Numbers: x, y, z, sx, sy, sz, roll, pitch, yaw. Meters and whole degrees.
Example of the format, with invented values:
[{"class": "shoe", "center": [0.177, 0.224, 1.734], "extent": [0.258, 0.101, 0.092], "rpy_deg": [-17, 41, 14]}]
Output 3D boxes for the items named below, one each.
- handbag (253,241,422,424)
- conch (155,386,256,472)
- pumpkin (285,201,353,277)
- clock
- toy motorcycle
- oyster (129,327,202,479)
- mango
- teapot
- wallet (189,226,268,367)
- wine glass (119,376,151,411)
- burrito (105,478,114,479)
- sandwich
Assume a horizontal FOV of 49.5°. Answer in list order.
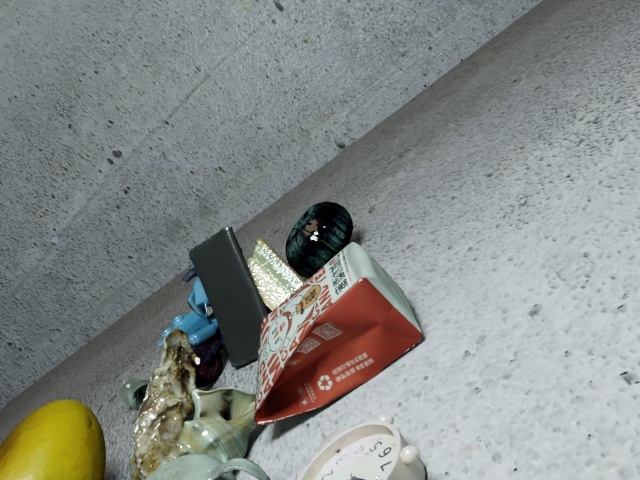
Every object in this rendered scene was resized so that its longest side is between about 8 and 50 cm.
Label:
[{"class": "handbag", "center": [-0.002, 0.162, 1.110], "extent": [0.298, 0.151, 0.171], "rpy_deg": [-40, 18, 10]}, {"class": "conch", "center": [-0.174, 0.313, 1.138], "extent": [0.234, 0.137, 0.114], "rpy_deg": [-43, -16, -56]}, {"class": "pumpkin", "center": [0.000, 0.000, 1.671], "extent": [0.202, 0.140, 0.202], "rpy_deg": [-52, 12, 16]}, {"class": "clock", "center": [0.045, 0.279, 0.783], "extent": [0.155, 0.063, 0.229], "rpy_deg": [-38, 15, -6]}, {"class": "toy motorcycle", "center": [-0.263, 0.155, 1.656], "extent": [0.172, 0.232, 0.416], "rpy_deg": [-25, 19, 31]}, {"class": "oyster", "center": [-0.301, 0.359, 1.330], "extent": [0.396, 0.110, 0.204], "rpy_deg": [-90, 19, -54]}, {"class": "mango", "center": [-0.513, 0.463, 1.282], "extent": [0.445, 0.220, 0.302], "rpy_deg": [-102, 34, -75]}, {"class": "teapot", "center": [-0.186, 0.383, 0.924], "extent": [0.294, 0.130, 0.193], "rpy_deg": [-34, 14, 14]}, {"class": "wallet", "center": [-0.189, 0.125, 1.500], "extent": [0.146, 0.286, 0.030], "rpy_deg": [-28, -8, 33]}, {"class": "wine glass", "center": [-0.445, 0.384, 1.725], "extent": [0.079, 0.079, 0.195], "rpy_deg": [-45, 13, -24]}, {"class": "burrito", "center": [-0.393, 0.491, 1.317], "extent": [0.045, 0.041, 0.185], "rpy_deg": [1, -4, -23]}, {"class": "sandwich", "center": [-0.108, 0.096, 1.539], "extent": [0.108, 0.186, 0.220], "rpy_deg": [-44, 14, -10]}]
